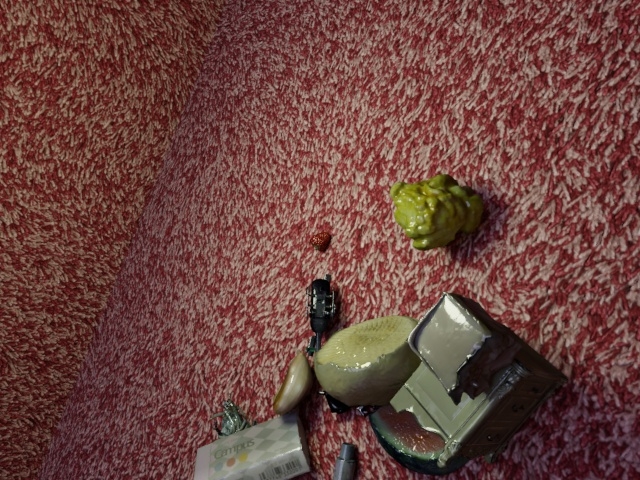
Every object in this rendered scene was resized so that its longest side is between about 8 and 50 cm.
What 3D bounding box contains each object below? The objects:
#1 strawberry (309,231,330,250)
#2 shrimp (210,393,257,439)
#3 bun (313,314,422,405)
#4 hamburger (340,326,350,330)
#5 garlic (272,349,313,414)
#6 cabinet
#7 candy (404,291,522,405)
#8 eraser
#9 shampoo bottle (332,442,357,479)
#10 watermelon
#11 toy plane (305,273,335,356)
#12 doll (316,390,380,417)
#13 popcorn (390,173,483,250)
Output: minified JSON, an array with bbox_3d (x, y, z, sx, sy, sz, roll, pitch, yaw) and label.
[{"bbox_3d":[0.000,0.000,1.983,0.083,0.073,0.073,-47,43,-15],"label":"strawberry"},{"bbox_3d":[-0.323,0.780,1.917,0.221,0.166,0.410,-24,69,2],"label":"shrimp"},{"bbox_3d":[0.168,0.374,1.519,0.364,0.364,0.202,-15,100,38],"label":"bun"},{"bbox_3d":[0.102,0.368,1.744,0.133,0.062,0.140,-9,70,45],"label":"hamburger"},{"bbox_3d":[-0.087,0.516,1.797,0.110,0.217,0.228,24,85,1],"label":"garlic"},{"bbox_3d":[0.405,0.390,1.297,0.318,0.290,0.227,-56,46,12],"label":"cabinet"},{"bbox_3d":[0.315,0.235,1.138,0.185,0.137,0.195,-56,44,13],"label":"candy"},{"bbox_3d":[-0.240,0.755,1.744,0.397,0.082,0.213,-22,28,3],"label":"eraser"},{"bbox_3d":[0.073,0.761,1.612,0.072,0.072,0.214,-1,73,42],"label":"shampoo bottle"},{"bbox_3d":[0.278,0.548,1.464,0.318,0.148,0.226,0,66,41],"label":"watermelon"},{"bbox_3d":[-0.002,0.290,1.824,0.106,0.155,0.381,1,72,-2],"label":"toy plane"},{"bbox_3d":[0.103,0.516,1.676,0.249,0.088,0.127,-10,46,30],"label":"doll"},{"bbox_3d":[0.352,-0.103,1.586,0.250,0.242,0.235,-123,41,-48],"label":"popcorn"}]
